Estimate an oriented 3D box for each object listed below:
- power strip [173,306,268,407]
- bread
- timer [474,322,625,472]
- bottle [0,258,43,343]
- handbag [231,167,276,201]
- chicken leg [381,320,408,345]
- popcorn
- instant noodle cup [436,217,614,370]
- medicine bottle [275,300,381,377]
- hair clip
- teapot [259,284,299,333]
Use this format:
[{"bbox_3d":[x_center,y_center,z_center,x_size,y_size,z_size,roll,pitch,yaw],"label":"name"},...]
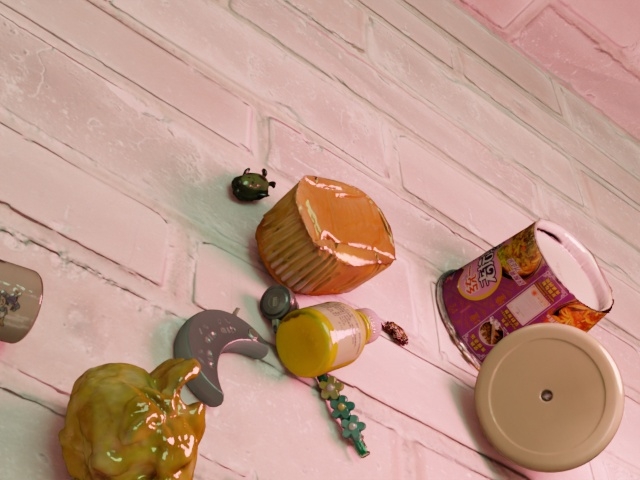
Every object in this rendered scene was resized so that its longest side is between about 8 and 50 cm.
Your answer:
[{"bbox_3d":[-0.165,0.174,1.787,0.137,0.044,0.216,45,31,-2],"label":"power strip"},{"bbox_3d":[0.000,0.000,2.088,0.288,0.156,0.204,-2,64,-55],"label":"bread"},{"bbox_3d":[0.489,0.339,2.245,0.291,0.291,0.315,62,11,24],"label":"timer"},{"bbox_3d":[-0.494,0.058,1.448,0.233,0.110,0.110,22,39,-36],"label":"bottle"},{"bbox_3d":[-0.137,-0.105,2.135,0.072,0.047,0.111,53,29,11],"label":"handbag"},{"bbox_3d":[0.144,0.180,2.182,0.083,0.021,0.036,38,41,-14],"label":"chicken leg"},{"bbox_3d":[-0.251,0.258,1.457,0.190,0.191,0.253,16,30,0],"label":"popcorn"},{"bbox_3d":[0.462,0.131,2.395,0.340,0.266,0.340,32,35,-26],"label":"instant noodle cup"},{"bbox_3d":[0.026,0.167,1.953,0.212,0.122,0.122,-10,62,-55],"label":"medicine bottle"},{"bbox_3d":[0.042,0.297,1.899,0.049,0.049,0.173,-2,55,-52],"label":"hair clip"},{"bbox_3d":[-0.068,0.126,1.952,0.057,0.066,0.088,33,52,-54],"label":"teapot"}]
